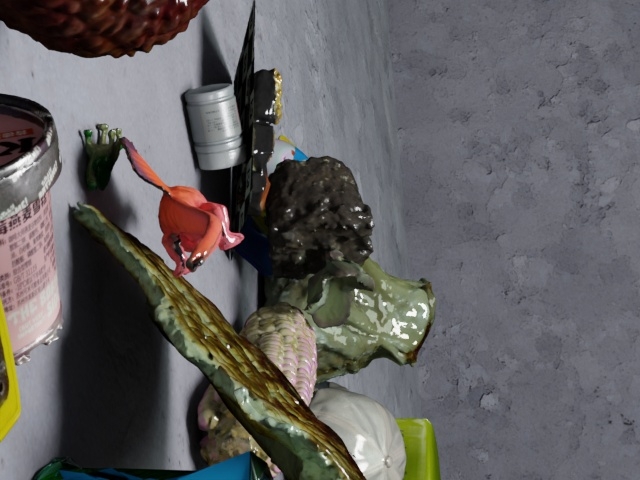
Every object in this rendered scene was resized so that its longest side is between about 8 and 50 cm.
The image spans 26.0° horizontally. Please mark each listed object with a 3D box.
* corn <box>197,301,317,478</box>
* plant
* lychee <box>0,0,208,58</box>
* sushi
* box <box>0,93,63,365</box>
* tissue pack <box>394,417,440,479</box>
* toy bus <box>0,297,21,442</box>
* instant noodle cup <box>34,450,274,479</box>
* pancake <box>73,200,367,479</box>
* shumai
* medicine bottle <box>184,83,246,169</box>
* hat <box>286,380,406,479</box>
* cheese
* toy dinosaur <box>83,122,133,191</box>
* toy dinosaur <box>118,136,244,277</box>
[{"bbox_3d":[-0.058,0.164,1.598,0.335,0.127,0.126,-67,149,-70],"label":"corn"},{"bbox_3d":[0.000,0.000,1.707,0.142,0.131,0.203,91,-16,-50],"label":"plant"},{"bbox_3d":[-0.163,-0.262,0.997,0.260,0.261,0.260,-7,90,-79],"label":"lychee"},{"bbox_3d":[-0.075,-0.133,1.704,0.192,0.043,0.279,113,-20,-60],"label":"sushi"},{"bbox_3d":[-0.220,0.001,0.808,0.151,0.151,0.135,-77,165,-61],"label":"box"},{"bbox_3d":[0.104,0.440,2.128,0.274,0.167,0.200,-82,167,-49],"label":"tissue pack"},{"bbox_3d":[-0.247,0.094,0.579,0.331,0.151,0.145,-65,149,-71],"label":"toy bus"},{"bbox_3d":[-0.116,0.276,1.075,0.240,0.178,0.240,-7,90,-80],"label":"instant noodle cup"},{"bbox_3d":[-0.075,0.128,1.216,0.427,0.067,0.305,45,-2,42],"label":"pancake"},{"bbox_3d":[0.040,0.082,1.911,0.261,0.222,0.225,31,53,-72],"label":"shumai"},{"bbox_3d":[-0.122,-0.132,1.613,0.058,0.058,0.091,-63,145,-71],"label":"medicine bottle"},{"bbox_3d":[0.043,0.299,1.961,0.275,0.161,0.231,-38,125,-81],"label":"hat"},{"bbox_3d":[-0.056,-0.050,1.833,0.156,0.064,0.250,41,40,-20],"label":"cheese"},{"bbox_3d":[-0.199,-0.077,1.292,0.119,0.029,0.060,-57,153,-80],"label":"toy dinosaur"},{"bbox_3d":[-0.134,-0.040,1.228,0.139,0.070,0.286,58,-1,-2],"label":"toy dinosaur"}]
